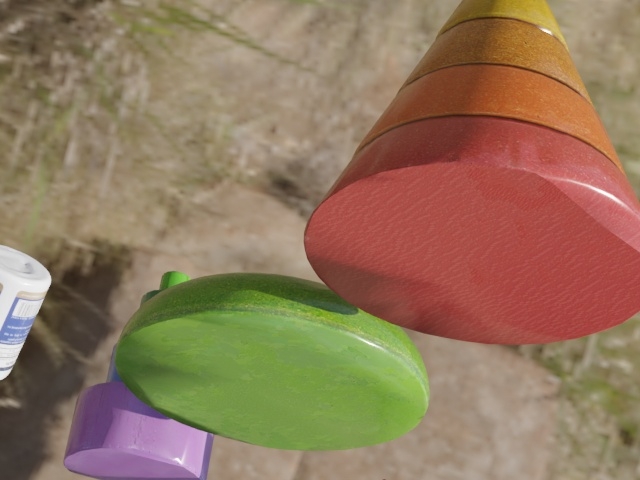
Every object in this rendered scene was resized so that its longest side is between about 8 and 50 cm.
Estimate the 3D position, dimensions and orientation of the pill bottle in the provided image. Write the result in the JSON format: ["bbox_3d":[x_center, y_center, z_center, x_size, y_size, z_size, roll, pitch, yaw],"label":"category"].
[{"bbox_3d":[-0.263,0.068,1.468,0.067,0.067,0.120,11,111,-48],"label":"pill bottle"}]

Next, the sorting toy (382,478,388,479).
[{"bbox_3d":[0.118,0.194,0.768,0.046,0.275,0.132,65,43,-62],"label":"sorting toy"}]

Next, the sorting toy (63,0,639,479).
[{"bbox_3d":[0.000,0.000,0.761,0.127,0.365,0.126,22,59,-23],"label":"sorting toy"}]
